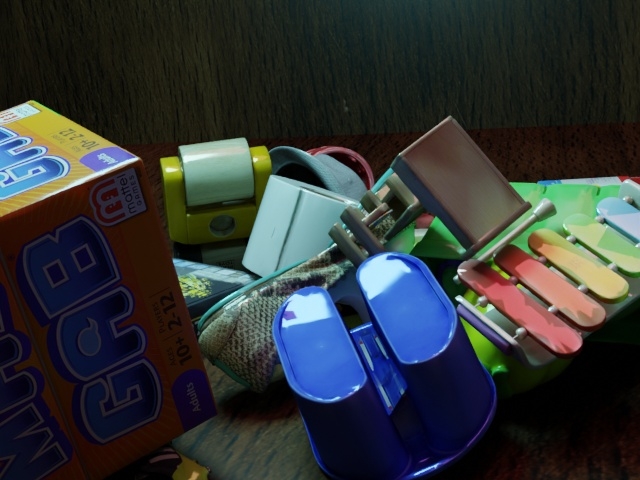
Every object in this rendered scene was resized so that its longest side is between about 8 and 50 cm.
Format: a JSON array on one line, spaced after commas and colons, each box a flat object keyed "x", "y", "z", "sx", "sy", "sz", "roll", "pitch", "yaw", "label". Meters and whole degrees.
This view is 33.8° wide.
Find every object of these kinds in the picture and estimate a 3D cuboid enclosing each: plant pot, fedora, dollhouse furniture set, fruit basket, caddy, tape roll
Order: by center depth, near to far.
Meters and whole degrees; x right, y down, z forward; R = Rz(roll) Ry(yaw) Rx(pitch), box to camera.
[{"x": 0.079, "y": 0.170, "z": 1.339, "sx": 0.241, "sy": 0.179, "sz": 0.341, "roll": -25, "pitch": 27, "yaw": 0, "label": "caddy"}, {"x": 0.161, "y": -0.041, "z": 1.465, "sx": 0.212, "sy": 0.161, "sz": 0.242, "roll": -38, "pitch": -6, "yaw": -19, "label": "dollhouse furniture set"}, {"x": 0.312, "y": 0.098, "z": 1.539, "sx": 0.392, "sy": 0.283, "sz": 0.392, "roll": -12, "pitch": 54, "yaw": 17, "label": "fruit basket"}, {"x": 0.000, "y": 0.000, "z": 1.869, "sx": 0.246, "sy": 0.169, "sz": 0.246, "roll": 18, "pitch": 6, "yaw": -2, "label": "tape roll"}, {"x": 0.008, "y": -0.079, "z": 2.107, "sx": 0.124, "sy": 0.275, "sz": 0.244, "roll": -29, "pitch": -12, "yaw": -37, "label": "fedora"}, {"x": 0.015, "y": -0.132, "z": 2.474, "sx": 0.191, "sy": 0.191, "sz": 0.174, "roll": -8, "pitch": 13, "yaw": -13, "label": "plant pot"}]

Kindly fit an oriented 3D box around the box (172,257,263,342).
[{"x": -0.340, "y": 0.114, "z": 1.847, "sx": 0.395, "sy": 0.097, "sz": 0.318, "roll": 9, "pitch": 17, "yaw": 40, "label": "box"}]

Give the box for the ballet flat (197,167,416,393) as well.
[{"x": 0.030, "y": 0.069, "z": 1.598, "sx": 0.182, "sy": 0.164, "sz": 0.483, "roll": 44, "pitch": 56, "yaw": 11, "label": "ballet flat"}]

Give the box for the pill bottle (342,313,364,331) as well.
[{"x": 0.027, "y": 0.154, "z": 1.641, "sx": 0.116, "sy": 0.065, "sz": 0.065, "roll": -10, "pitch": 16, "yaw": -17, "label": "pill bottle"}]

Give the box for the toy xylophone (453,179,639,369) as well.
[{"x": 0.307, "y": 0.036, "z": 1.371, "sx": 0.323, "sy": 0.081, "sz": 0.236, "roll": -39, "pitch": 48, "yaw": -22, "label": "toy xylophone"}]

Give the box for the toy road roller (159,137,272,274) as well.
[{"x": -0.213, "y": -0.080, "z": 2.097, "sx": 0.203, "sy": 0.329, "sz": 0.240, "roll": -8, "pitch": 37, "yaw": -11, "label": "toy road roller"}]

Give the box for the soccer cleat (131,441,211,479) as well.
[{"x": -0.204, "y": 0.275, "z": 1.277, "sx": 0.072, "sy": 0.060, "sz": 0.179, "roll": -18, "pitch": 23, "yaw": -37, "label": "soccer cleat"}]

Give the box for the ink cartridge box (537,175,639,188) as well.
[{"x": 0.557, "y": -0.054, "z": 2.114, "sx": 0.231, "sy": 0.134, "sz": 0.078, "roll": -3, "pitch": 14, "yaw": 8, "label": "ink cartridge box"}]

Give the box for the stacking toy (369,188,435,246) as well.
[{"x": 0.170, "y": -0.061, "z": 2.270, "sx": 0.279, "sy": 0.130, "sz": 0.309, "roll": 5, "pitch": 18, "yaw": 34, "label": "stacking toy"}]

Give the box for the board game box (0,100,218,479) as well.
[{"x": -0.396, "y": 0.084, "z": 1.281, "sx": 0.356, "sy": 0.356, "sz": 0.356, "roll": -27, "pitch": 30, "yaw": -25, "label": "board game box"}]
